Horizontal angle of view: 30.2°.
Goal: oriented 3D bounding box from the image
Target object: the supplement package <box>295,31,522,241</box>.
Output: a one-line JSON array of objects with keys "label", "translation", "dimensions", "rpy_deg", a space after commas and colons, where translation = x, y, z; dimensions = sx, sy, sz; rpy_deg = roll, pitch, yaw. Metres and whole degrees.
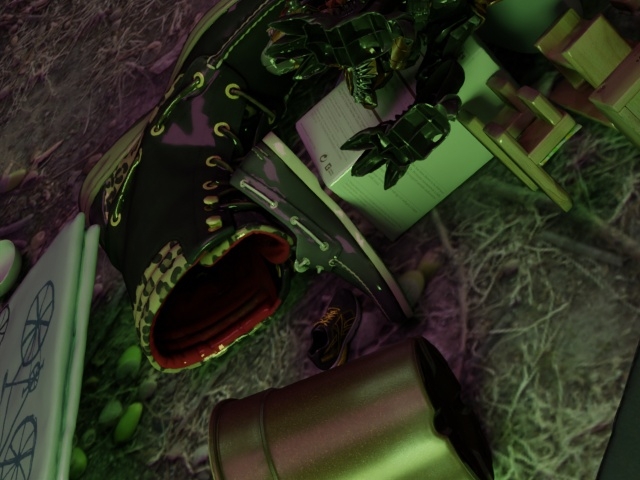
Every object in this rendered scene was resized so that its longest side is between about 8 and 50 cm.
[{"label": "supplement package", "translation": [0.086, -0.109, 1.068], "dimensions": [0.179, 0.105, 0.105], "rpy_deg": [-40, 40, 12]}]

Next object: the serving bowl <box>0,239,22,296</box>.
[{"label": "serving bowl", "translation": [-0.399, 0.041, 1.474], "dimensions": [0.083, 0.027, 0.083], "rpy_deg": [-24, 47, 28]}]

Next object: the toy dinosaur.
[{"label": "toy dinosaur", "translation": [0.067, -0.188, 0.959], "dimensions": [0.322, 0.164, 0.218], "rpy_deg": [-36, 20, 50]}]

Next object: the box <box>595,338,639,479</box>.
[{"label": "box", "translation": [0.380, 0.141, 0.456], "dimensions": [0.471, 0.297, 0.480], "rpy_deg": [4, 64, 43]}]

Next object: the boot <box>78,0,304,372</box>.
[{"label": "boot", "translation": [-0.087, -0.073, 1.179], "dimensions": [0.377, 0.138, 0.284], "rpy_deg": [-45, 39, 14]}]

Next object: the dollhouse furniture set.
[{"label": "dollhouse furniture set", "translation": [0.259, -0.102, 0.910], "dimensions": [0.212, 0.161, 0.242], "rpy_deg": [-47, 17, 5]}]

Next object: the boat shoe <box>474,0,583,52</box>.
[{"label": "boat shoe", "translation": [0.163, -0.228, 1.119], "dimensions": [0.076, 0.080, 0.228], "rpy_deg": [-40, 29, -28]}]

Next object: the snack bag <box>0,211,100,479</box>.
[{"label": "snack bag", "translation": [-0.323, 0.186, 1.227], "dimensions": [0.342, 0.037, 0.323], "rpy_deg": [-43, 38, 40]}]

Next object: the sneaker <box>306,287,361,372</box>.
[{"label": "sneaker", "translation": [0.011, 0.077, 1.051], "dimensions": [0.031, 0.035, 0.083], "rpy_deg": [-11, 54, 37]}]

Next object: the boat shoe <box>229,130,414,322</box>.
[{"label": "boat shoe", "translation": [0.000, 0.000, 1.034], "dimensions": [0.065, 0.075, 0.206], "rpy_deg": [-40, 79, 1]}]

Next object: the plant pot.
[{"label": "plant pot", "translation": [0.030, 0.162, 0.885], "dimensions": [0.165, 0.167, 0.167], "rpy_deg": [-27, 44, 14]}]

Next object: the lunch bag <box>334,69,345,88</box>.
[{"label": "lunch bag", "translation": [0.052, -0.135, 1.148], "dimensions": [0.053, 0.071, 0.083], "rpy_deg": [7, 64, 42]}]
